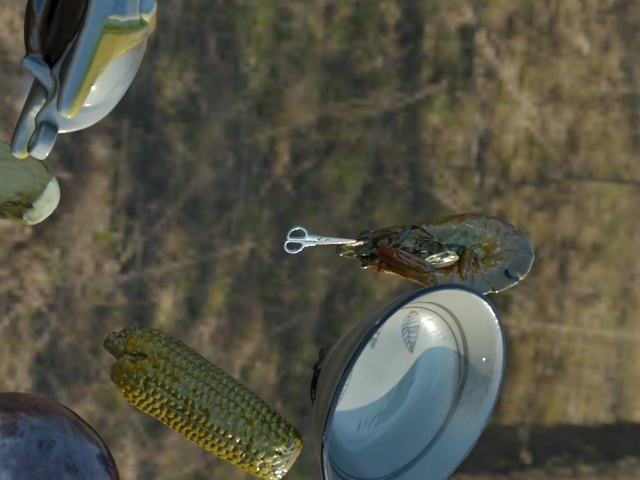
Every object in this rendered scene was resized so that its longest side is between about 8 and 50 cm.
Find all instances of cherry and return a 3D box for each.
[{"bbox_3d":[-0.288,0.247,1.508,0.236,0.213,0.285,18,42,-40],"label":"cherry"}]

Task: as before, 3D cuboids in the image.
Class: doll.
[{"bbox_3d":[-0.189,-0.209,1.393,0.103,0.145,0.316,32,65,-44],"label":"doll"}]

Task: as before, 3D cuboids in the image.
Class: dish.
[{"bbox_3d":[0.085,0.181,2.007,0.316,0.106,0.316,-22,126,-35],"label":"dish"}]

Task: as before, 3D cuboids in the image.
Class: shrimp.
[{"bbox_3d":[0.152,0.020,2.189,0.061,0.267,0.145,101,-10,-46],"label":"shrimp"}]

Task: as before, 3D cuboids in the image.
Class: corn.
[{"bbox_3d":[-0.140,0.186,1.908,0.097,0.262,0.097,-56,179,-2],"label":"corn"}]

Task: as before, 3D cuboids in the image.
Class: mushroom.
[{"bbox_3d":[-0.382,-0.086,1.583,0.087,0.333,0.107,-57,136,-19],"label":"mushroom"}]

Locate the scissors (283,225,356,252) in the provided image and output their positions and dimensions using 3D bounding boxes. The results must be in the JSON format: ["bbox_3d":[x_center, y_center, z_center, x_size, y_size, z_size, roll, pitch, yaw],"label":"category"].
[{"bbox_3d":[0.000,0.000,1.782,0.006,0.083,0.036,-113,-147,-49],"label":"scissors"}]
